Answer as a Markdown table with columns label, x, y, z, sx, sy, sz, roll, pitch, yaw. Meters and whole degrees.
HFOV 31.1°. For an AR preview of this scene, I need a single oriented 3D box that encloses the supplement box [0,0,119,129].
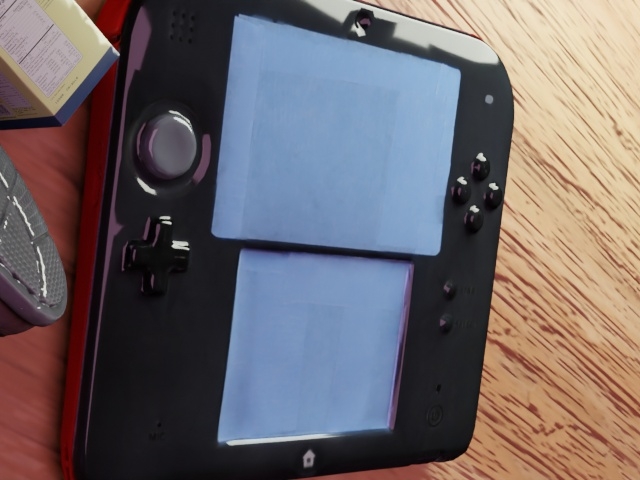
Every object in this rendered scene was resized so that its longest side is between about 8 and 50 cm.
| label | x | y | z | sx | sy | sz | roll | pitch | yaw |
| --- | --- | --- | --- | --- | --- | --- | --- | --- | --- |
| supplement box | -0.172 | -0.108 | 0.619 | 0.083 | 0.083 | 0.056 | 52 | 57 | -34 |

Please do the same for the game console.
| label | x | y | z | sx | sy | sz | roll | pitch | yaw |
| --- | --- | --- | --- | --- | --- | --- | --- | --- | --- |
| game console | 0.000 | 0.000 | 0.813 | 0.386 | 0.060 | 0.342 | 5 | 88 | -44 |

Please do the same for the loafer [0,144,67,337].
| label | x | y | z | sx | sy | sz | roll | pitch | yaw |
| --- | --- | --- | --- | --- | --- | --- | --- | --- | --- |
| loafer | -0.241 | -0.062 | 0.564 | 0.302 | 0.095 | 0.109 | 58 | 11 | -31 |
